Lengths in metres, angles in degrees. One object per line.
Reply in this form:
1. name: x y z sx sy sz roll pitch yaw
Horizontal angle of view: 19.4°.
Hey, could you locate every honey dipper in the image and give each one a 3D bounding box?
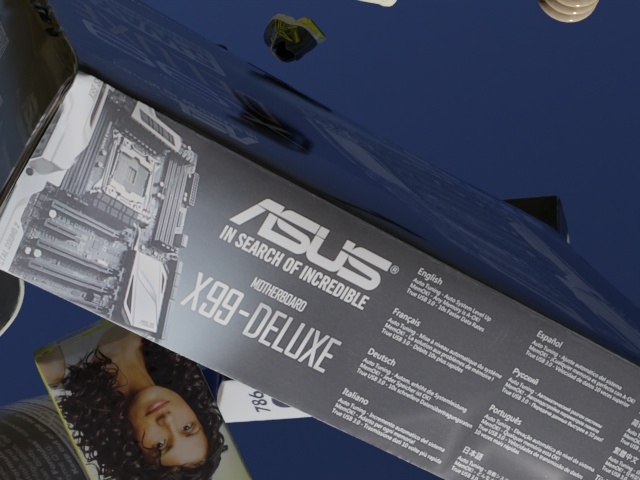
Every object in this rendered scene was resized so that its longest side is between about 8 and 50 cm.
1. honey dipper: 0.122 -0.141 0.799 0.030 0.160 0.030 2 -109 -5

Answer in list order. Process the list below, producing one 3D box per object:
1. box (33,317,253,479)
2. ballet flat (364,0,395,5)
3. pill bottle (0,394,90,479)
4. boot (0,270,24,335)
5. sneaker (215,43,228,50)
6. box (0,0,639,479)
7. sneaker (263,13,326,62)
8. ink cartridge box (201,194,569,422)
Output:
1. box: -0.079 0.152 1.066 0.087 0.232 0.058 -26 -175 -10
2. ballet flat: 0.073 -0.308 1.806 0.086 0.086 0.248 -9 -142 26
3. pill bottle: -0.333 0.265 1.592 0.204 0.204 0.361 1 -171 37
4. boot: -0.339 0.073 1.247 0.176 0.088 0.244 19 -129 34
5. sneaker: -0.115 -0.085 1.236 0.135 0.097 0.276 -36 -126 -16
6. box: 0.000 0.000 0.745 0.076 0.307 0.242 -59 -158 9
7. sneaker: -0.029 -0.162 1.507 0.035 0.031 0.083 -44 -160 -18
8. ink cartridge box: 0.031 0.057 1.488 0.333 0.065 0.165 -7 -130 14
